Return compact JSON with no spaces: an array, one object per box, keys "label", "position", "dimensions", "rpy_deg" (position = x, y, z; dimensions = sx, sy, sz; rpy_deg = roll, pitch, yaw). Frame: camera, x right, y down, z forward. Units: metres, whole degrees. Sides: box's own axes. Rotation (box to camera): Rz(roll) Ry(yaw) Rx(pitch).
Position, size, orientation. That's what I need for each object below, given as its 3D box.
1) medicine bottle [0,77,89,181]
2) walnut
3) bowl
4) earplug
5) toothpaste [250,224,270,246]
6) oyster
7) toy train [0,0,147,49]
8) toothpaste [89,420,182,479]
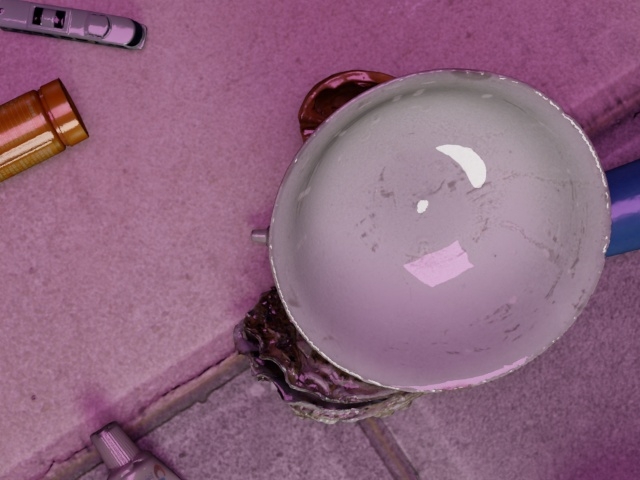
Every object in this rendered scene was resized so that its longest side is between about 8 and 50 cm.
[{"label":"medicine bottle","position":[-0.425,-0.141,1.669],"dimensions":[0.192,0.096,0.096],"rpy_deg":[-28,87,-4]},{"label":"walnut","position":[0.068,-0.156,1.684],"dimensions":[0.211,0.087,0.167],"rpy_deg":[12,106,-9]},{"label":"bowl","position":[0.144,-0.037,1.586],"dimensions":[0.435,0.196,0.435],"rpy_deg":[-1,113,-4]},{"label":"earplug","position":[0.407,-0.039,1.673],"dimensions":[0.273,0.132,0.132],"rpy_deg":[-17,86,1]},{"label":"toothpaste","position":[0.000,0.000,1.704],"dimensions":[0.197,0.029,0.048],"rpy_deg":[5,86,-4]},{"label":"oyster","position":[0.017,0.165,1.661],"dimensions":[0.268,0.112,0.198],"rpy_deg":[41,64,10]},{"label":"toy train","position":[-0.349,-0.305,1.709],"dimensions":[0.207,0.047,0.043],"rpy_deg":[9,87,0]},{"label":"toothpaste","position":[-0.218,0.370,1.648],"dimensions":[0.099,0.068,0.282],"rpy_deg":[-36,88,-2]}]
